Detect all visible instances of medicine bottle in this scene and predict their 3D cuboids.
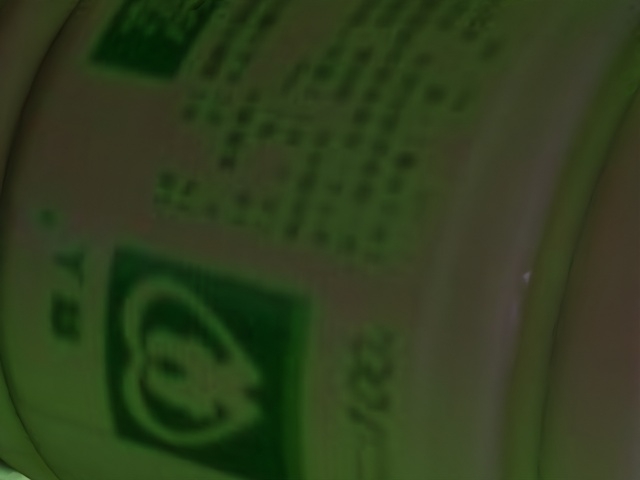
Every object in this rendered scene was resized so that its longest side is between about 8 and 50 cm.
[{"bbox_3d":[0.000,0.000,0.584,0.212,0.325,0.212,-27,123,-51],"label":"medicine bottle"}]
